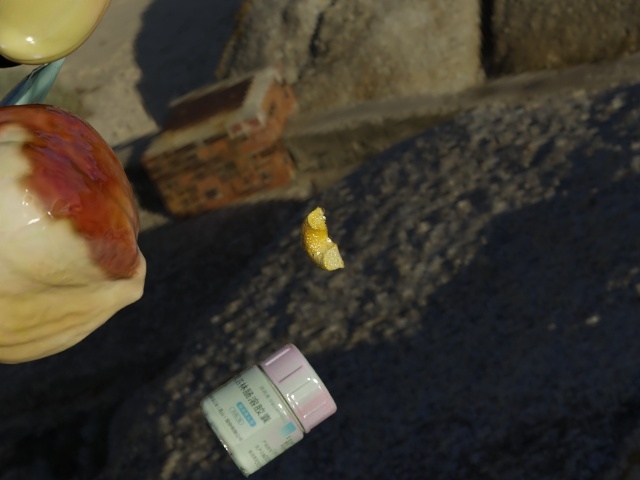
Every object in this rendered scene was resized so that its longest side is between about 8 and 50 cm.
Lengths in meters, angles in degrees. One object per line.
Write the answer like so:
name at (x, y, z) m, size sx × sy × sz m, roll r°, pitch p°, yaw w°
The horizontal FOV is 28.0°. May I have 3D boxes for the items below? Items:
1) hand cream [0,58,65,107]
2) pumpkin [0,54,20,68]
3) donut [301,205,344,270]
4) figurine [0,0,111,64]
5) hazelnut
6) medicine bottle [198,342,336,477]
hand cream at (-0.405, -0.117, 1.591) m, size 0.312 × 0.070 × 0.111 m, roll -44°, pitch 6°, yaw 30°
pumpkin at (-0.386, -0.323, 1.442) m, size 0.248 × 0.248 × 0.248 m, roll -21°, pitch 25°, yaw 11°
donut at (0.000, 0.000, 1.783) m, size 0.038 × 0.083 × 0.067 m, roll -29°, pitch 48°, yaw -36°
figurine at (-0.236, -0.320, 1.190) m, size 0.124 × 0.222 × 0.324 m, roll 14°, pitch 77°, yaw 3°
hazelnut at (-0.280, -0.005, 1.230) m, size 0.261 × 0.241 × 0.261 m, roll -50°, pitch 29°, yaw 41°
medicine bottle at (-0.076, 0.245, 1.869) m, size 0.168 × 0.135 × 0.135 m, roll -33°, pitch 26°, yaw -8°
